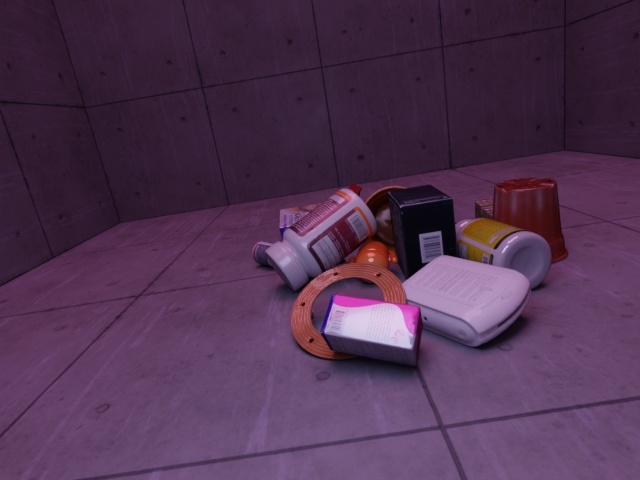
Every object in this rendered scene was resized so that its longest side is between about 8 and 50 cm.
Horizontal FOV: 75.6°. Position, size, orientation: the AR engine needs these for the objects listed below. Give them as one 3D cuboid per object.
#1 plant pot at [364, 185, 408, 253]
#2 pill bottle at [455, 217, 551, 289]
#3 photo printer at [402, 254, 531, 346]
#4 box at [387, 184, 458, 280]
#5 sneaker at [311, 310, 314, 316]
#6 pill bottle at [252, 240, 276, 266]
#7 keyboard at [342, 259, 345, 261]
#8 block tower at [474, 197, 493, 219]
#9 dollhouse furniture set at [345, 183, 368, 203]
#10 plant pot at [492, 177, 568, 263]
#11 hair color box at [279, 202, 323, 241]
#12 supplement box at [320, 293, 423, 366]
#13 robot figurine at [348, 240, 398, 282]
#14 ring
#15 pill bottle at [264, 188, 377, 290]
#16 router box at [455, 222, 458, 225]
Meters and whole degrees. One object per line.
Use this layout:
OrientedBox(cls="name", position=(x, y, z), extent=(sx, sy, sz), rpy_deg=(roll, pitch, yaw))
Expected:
OrientedBox(cls="plant pot", position=(0.317, -0.076, 1.770), extent=(0.290, 0.291, 0.203), rpy_deg=(-7, -1, 10))
OrientedBox(cls="pill bottle", position=(0.569, 0.029, 1.364), extent=(0.187, 0.188, 0.334), rpy_deg=(-12, 17, -9))
OrientedBox(cls="photo printer", position=(0.387, 0.156, 1.127), extent=(0.256, 0.107, 0.307), rpy_deg=(-32, 25, -27))
OrientedBox(cls="box", position=(0.362, -0.027, 1.478), extent=(0.182, 0.296, 0.294), rpy_deg=(-9, 16, 3))
OrientedBox(cls="sneaker", position=(-0.050, 0.229, 1.331), extent=(0.036, 0.032, 0.083), rpy_deg=(-3, 16, -31))
OrientedBox(cls="pill bottle", position=(-0.212, 0.064, 1.840), extent=(0.108, 0.108, 0.180), rpy_deg=(-23, 21, -39))
OrientedBox(cls="keyboard", position=(0.028, 0.076, 1.822), extent=(0.100, 0.038, 0.192), rpy_deg=(9, 6, -25))
OrientedBox(cls="block tower", position=(0.798, -0.120, 1.921), extent=(0.097, 0.091, 0.335), rpy_deg=(-6, 16, 11))
OrientedBox(cls="dollhouse furniture set", position=(0.195, -0.186, 2.126), extent=(0.201, 0.152, 0.374), rpy_deg=(24, 38, 8))
OrientedBox(cls="plant pot", position=(0.743, -0.079, 1.497), extent=(0.272, 0.265, 0.272), rpy_deg=(-8, 16, 2))
OrientedBox(cls="hair color box", position=(-0.049, -0.106, 2.242), extent=(0.338, 0.110, 0.185), rpy_deg=(-8, 37, 1))
OrientedBox(cls="supplement box", position=(0.128, 0.216, 1.002), extent=(0.220, 0.114, 0.111), rpy_deg=(5, 55, 23))
OrientedBox(cls="robot figurine", position=(0.191, 0.079, 1.524), extent=(0.158, 0.128, 0.219), rpy_deg=(25, 20, 2))
OrientedBox(cls="ring", position=(0.077, 0.194, 1.172), extent=(0.336, 0.032, 0.337), rpy_deg=(-15, 39, 12))
OrientedBox(cls="pill bottle", position=(0.000, 0.000, 1.561), extent=(0.392, 0.224, 0.224), rpy_deg=(-37, 23, -13))
OrientedBox(cls="router box", position=(0.582, -0.051, 1.901), extent=(0.122, 0.038, 0.092), rpy_deg=(-11, 17, -7))
